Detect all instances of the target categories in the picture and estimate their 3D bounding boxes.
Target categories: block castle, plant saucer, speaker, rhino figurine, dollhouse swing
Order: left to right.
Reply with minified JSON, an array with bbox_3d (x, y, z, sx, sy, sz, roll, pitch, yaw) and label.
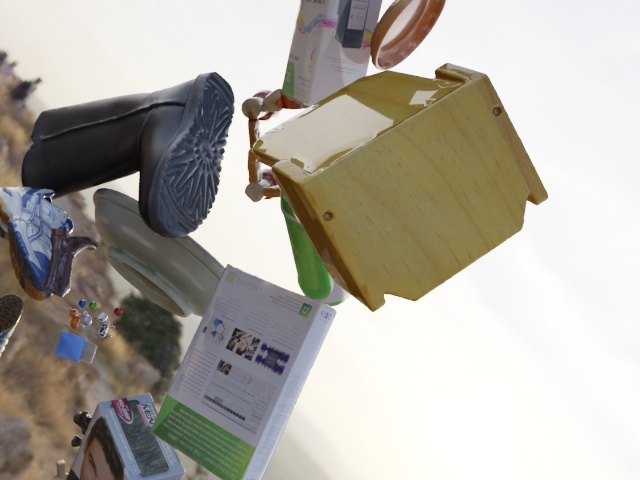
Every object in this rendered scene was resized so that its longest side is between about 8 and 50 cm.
[{"bbox_3d":[-0.455,0.420,1.856,0.106,0.073,0.243,12,-42,14],"label":"rhino figurine"},{"bbox_3d":[-0.326,0.057,1.824,0.400,0.100,0.400,32,-18,12],"label":"plant saucer"},{"bbox_3d":[0.000,0.000,1.723,0.131,0.131,0.296,43,-23,36],"label":"speaker"},{"bbox_3d":[0.028,-0.250,2.294,0.213,0.453,0.303,-45,134,-73],"label":"block castle"},{"bbox_3d":[0.106,-0.101,1.471,0.315,0.347,0.305,60,-15,-11],"label":"dollhouse swing"},{"bbox_3d":[0.161,-0.411,1.685,0.037,0.200,0.200,44,-8,16],"label":"plant saucer"}]

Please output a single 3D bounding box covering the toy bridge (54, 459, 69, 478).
[{"bbox_3d":[-0.496,0.508,1.985,0.026,0.188,0.063,17,-71,61],"label":"toy bridge"}]

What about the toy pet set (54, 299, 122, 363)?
[{"bbox_3d":[-0.423,0.153,1.552,0.122,0.114,0.065,4,-20,40],"label":"toy pet set"}]

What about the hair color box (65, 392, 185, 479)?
[{"bbox_3d":[-0.400,0.489,1.730,0.114,0.374,0.185,-4,46,-38],"label":"hair color box"}]

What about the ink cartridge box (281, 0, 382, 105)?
[{"bbox_3d":[0.031,-0.455,1.821,0.119,0.353,0.207,7,14,-20],"label":"ink cartridge box"}]

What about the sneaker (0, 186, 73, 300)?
[{"bbox_3d":[-0.517,-0.011,1.658,0.296,0.131,0.112,55,-38,38],"label":"sneaker"}]

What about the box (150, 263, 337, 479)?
[{"bbox_3d":[-0.132,0.220,1.479,0.232,0.322,0.058,20,-8,40],"label":"box"}]

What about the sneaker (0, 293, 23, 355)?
[{"bbox_3d":[-0.657,0.199,1.774,0.064,0.192,0.086,25,-41,-8],"label":"sneaker"}]

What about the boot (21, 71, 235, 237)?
[{"bbox_3d":[-0.405,-0.137,1.704,0.445,0.367,0.146,-6,-42,26],"label":"boot"}]

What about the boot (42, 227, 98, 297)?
[{"bbox_3d":[-0.423,0.046,1.510,0.037,0.114,0.106,-10,-19,32],"label":"boot"}]
